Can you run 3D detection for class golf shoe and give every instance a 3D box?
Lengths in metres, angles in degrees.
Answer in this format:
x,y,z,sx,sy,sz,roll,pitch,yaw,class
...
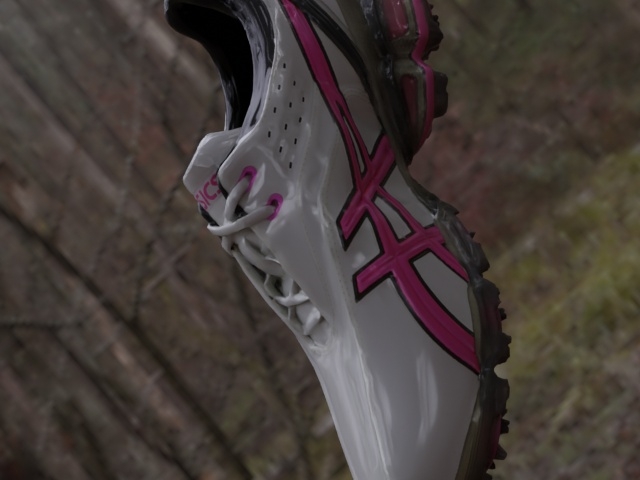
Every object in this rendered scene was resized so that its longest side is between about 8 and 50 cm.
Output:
x,y,z,sx,sy,sz,roll,pitch,yaw,class
0.000,0.000,0.491,0.086,0.186,0.067,-1,-27,-23,golf shoe
